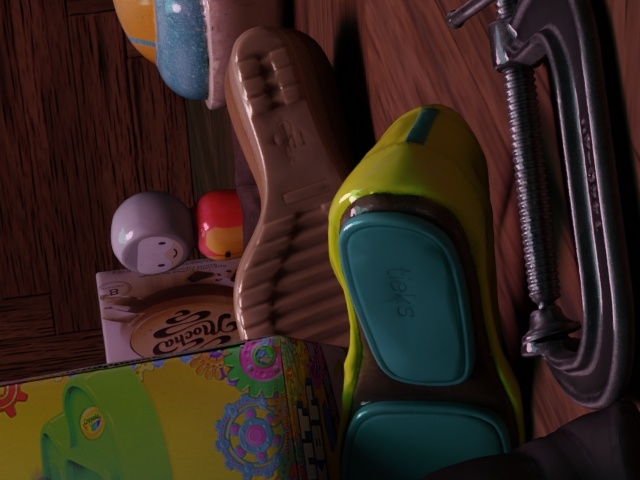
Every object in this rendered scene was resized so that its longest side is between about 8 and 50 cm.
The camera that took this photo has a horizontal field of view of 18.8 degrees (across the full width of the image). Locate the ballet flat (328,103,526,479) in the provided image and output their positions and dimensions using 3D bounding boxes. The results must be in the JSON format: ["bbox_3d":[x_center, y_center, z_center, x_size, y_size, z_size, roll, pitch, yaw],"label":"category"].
[{"bbox_3d":[0.045,0.041,0.760,0.231,0.077,0.077,84,-164,-45],"label":"ballet flat"}]

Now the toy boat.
[{"bbox_3d":[-0.102,-0.133,1.488,0.267,0.148,0.318,-126,30,-77],"label":"toy boat"}]

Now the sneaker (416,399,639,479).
[{"bbox_3d":[0.038,0.142,0.641,0.286,0.130,0.109,90,168,-56],"label":"sneaker"}]

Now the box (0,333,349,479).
[{"bbox_3d":[-0.109,0.156,0.915,0.279,0.290,0.177,22,-121,-75],"label":"box"}]

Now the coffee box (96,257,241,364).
[{"bbox_3d":[-0.106,0.134,1.742,0.297,0.168,0.119,-111,15,-62],"label":"coffee box"}]

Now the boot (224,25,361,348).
[{"bbox_3d":[0.000,0.000,1.156,0.207,0.090,0.248,50,-150,-79],"label":"boot"}]

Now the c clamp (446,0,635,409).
[{"bbox_3d":[0.076,-0.021,0.630,0.137,0.022,0.161,128,137,-74],"label":"c clamp"}]
